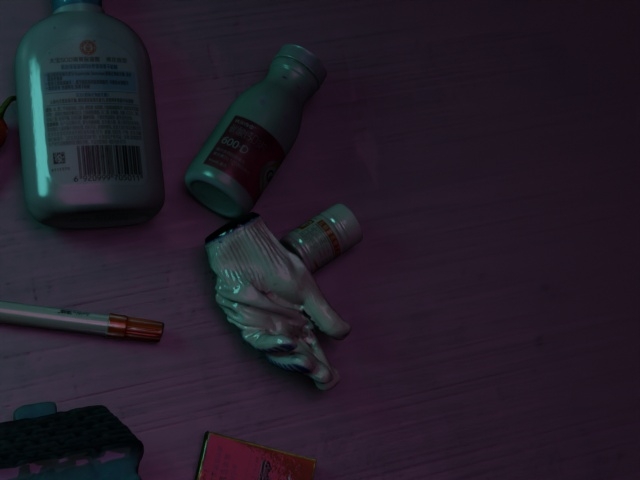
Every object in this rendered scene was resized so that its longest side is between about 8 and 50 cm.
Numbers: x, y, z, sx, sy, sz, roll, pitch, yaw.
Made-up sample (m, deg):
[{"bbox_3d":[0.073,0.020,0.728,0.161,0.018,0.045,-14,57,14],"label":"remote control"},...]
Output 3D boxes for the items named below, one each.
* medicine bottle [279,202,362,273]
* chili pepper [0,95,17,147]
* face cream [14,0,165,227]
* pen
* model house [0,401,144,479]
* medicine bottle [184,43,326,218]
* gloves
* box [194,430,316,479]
[{"bbox_3d":[0.000,0.000,1.731,0.089,0.057,0.057,-32,84,-23],"label":"medicine bottle"},{"bbox_3d":[-0.404,-0.099,1.648,0.059,0.050,0.191,37,68,-11],"label":"chili pepper"},{"bbox_3d":[-0.277,-0.184,1.694,0.163,0.080,0.337,-3,74,-19],"label":"face cream"},{"bbox_3d":[-0.296,0.089,1.634,0.239,0.028,0.028,8,72,-13],"label":"pen"},{"bbox_3d":[-0.353,0.313,1.446,0.360,0.297,0.339,-8,40,-19],"label":"model house"},{"bbox_3d":[-0.073,-0.134,1.732,0.090,0.090,0.217,33,68,-4],"label":"medicine bottle"},{"bbox_3d":[-0.049,0.075,1.674,0.119,0.097,0.229,-31,82,-9],"label":"gloves"},{"bbox_3d":[-0.077,0.277,1.643,0.133,0.023,0.090,17,72,-10],"label":"box"}]
